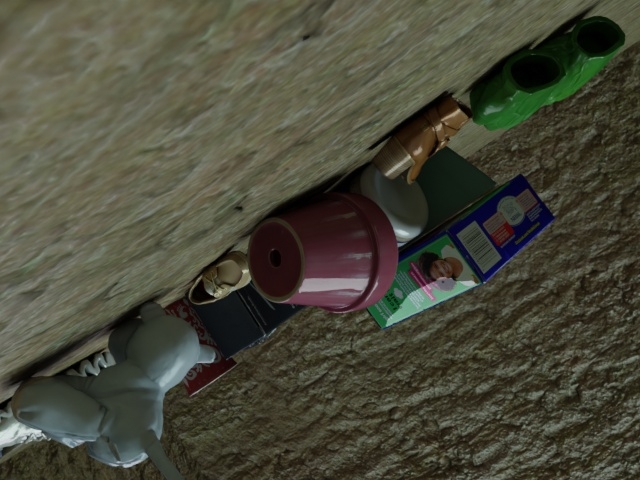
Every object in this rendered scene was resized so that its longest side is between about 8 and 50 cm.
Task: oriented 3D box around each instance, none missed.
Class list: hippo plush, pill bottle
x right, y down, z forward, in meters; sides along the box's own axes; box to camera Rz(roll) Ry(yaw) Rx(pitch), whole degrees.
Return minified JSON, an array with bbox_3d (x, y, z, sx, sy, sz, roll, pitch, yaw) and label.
[{"bbox_3d":[-0.308,0.206,0.953,0.294,0.234,0.237,-15,-137,51],"label":"hippo plush"},{"bbox_3d":[0.061,-0.021,1.162,0.264,0.153,0.153,-37,175,42],"label":"pill bottle"}]

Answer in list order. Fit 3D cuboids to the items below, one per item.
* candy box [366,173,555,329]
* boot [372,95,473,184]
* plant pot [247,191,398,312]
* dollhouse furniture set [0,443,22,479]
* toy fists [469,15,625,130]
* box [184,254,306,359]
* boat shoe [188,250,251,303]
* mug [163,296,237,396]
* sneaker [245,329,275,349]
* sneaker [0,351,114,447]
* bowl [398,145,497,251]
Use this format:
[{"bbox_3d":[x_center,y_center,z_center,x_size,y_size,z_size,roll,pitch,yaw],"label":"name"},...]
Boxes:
[{"bbox_3d":[0.255,0.029,1.223,0.268,0.122,0.317,-32,175,-37],"label":"candy box"},{"bbox_3d":[0.172,-0.160,0.974,0.152,0.073,0.197,-39,177,21],"label":"boot"},{"bbox_3d":[-0.008,0.024,0.982,0.180,0.201,0.201,-7,157,-47],"label":"plant pot"},{"bbox_3d":[-0.608,0.443,1.136,0.129,0.184,0.129,-34,176,-1],"label":"dollhouse furniture set"},{"bbox_3d":[0.363,-0.271,1.022,0.279,0.096,0.142,-31,166,-22],"label":"toy fists"},{"bbox_3d":[-0.139,0.115,1.215,0.108,0.153,0.207,-35,175,25],"label":"box"},{"bbox_3d":[-0.170,0.071,1.040,0.059,0.063,0.170,-38,-179,-41],"label":"boat shoe"},{"bbox_3d":[-0.250,0.202,1.242,0.113,0.169,0.150,-36,177,25],"label":"mug"},{"bbox_3d":[-0.270,0.235,1.933,0.447,0.169,0.257,-27,-171,28],"label":"sneaker"},{"bbox_3d":[-0.476,0.309,1.102,0.292,0.118,0.110,-28,175,-46],"label":"sneaker"},{"bbox_3d":[0.199,-0.096,1.318,0.311,0.163,0.311,-33,177,-2],"label":"bowl"}]
